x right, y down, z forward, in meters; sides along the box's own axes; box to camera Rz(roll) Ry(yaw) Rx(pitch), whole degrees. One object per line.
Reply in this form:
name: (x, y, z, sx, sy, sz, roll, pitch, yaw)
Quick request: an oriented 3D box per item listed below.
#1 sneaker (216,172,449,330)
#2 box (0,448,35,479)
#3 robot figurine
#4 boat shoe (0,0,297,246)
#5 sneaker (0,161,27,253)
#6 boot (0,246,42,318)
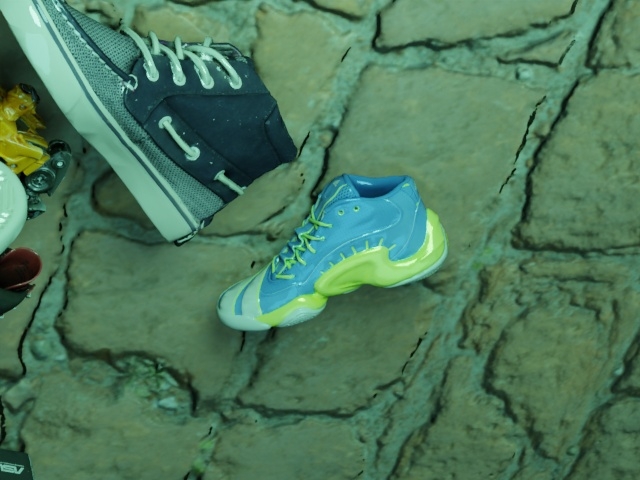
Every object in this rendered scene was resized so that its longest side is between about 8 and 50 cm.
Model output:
sneaker: (0.000, 0.000, 1.887, 0.240, 0.091, 0.126, -19, 113, -3)
box: (-0.458, 0.290, 1.970, 0.270, 0.060, 0.216, 15, 122, -29)
robot figurine: (-0.368, -0.057, 1.698, 0.291, 0.085, 0.211, -34, 131, 11)
boat shoe: (-0.148, -0.148, 1.688, 0.158, 0.127, 0.340, -34, 139, 1)
sneaker: (-0.406, 0.046, 1.611, 0.350, 0.131, 0.148, -29, 160, -22)
boot: (-0.313, 0.072, 1.766, 0.176, 0.088, 0.244, -26, 163, 7)
